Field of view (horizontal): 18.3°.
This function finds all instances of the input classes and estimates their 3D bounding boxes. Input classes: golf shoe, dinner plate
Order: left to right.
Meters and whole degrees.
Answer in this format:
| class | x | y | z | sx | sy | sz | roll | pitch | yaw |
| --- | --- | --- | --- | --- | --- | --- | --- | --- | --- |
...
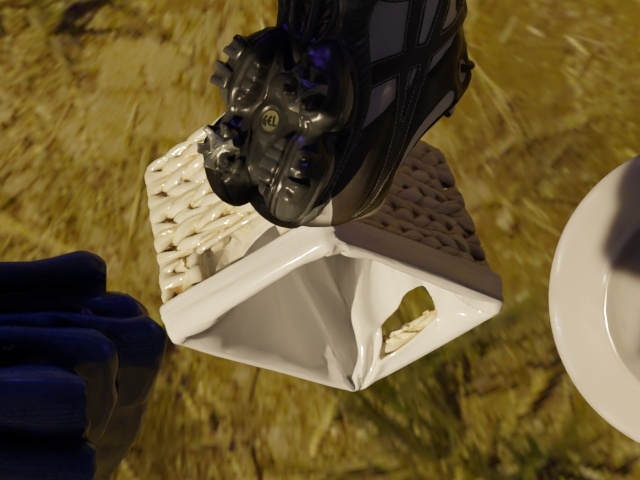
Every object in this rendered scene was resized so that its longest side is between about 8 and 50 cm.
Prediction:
| class | x | y | z | sx | sy | sz | roll | pitch | yaw |
| --- | --- | --- | --- | --- | --- | --- | --- | --- | --- |
| golf shoe | 0.024 | -0.098 | 0.770 | 0.077 | 0.094 | 0.198 | 31 | 100 | 37 |
| dinner plate | 0.166 | 0.027 | 0.831 | 0.141 | 0.017 | 0.141 | 2 | 102 | 10 |

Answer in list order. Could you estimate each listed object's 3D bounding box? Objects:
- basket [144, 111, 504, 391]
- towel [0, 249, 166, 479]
| class | x | y | z | sx | sy | sz | roll | pitch | yaw |
| --- | --- | --- | --- | --- | --- | --- | --- | --- | --- |
| basket | 0.000 | 0.000 | 1.032 | 0.113 | 0.167 | 0.103 | -31 | 60 | 27 |
| towel | -0.208 | 0.029 | 0.409 | 0.336 | 0.243 | 0.040 | 9 | 71 | -8 |
